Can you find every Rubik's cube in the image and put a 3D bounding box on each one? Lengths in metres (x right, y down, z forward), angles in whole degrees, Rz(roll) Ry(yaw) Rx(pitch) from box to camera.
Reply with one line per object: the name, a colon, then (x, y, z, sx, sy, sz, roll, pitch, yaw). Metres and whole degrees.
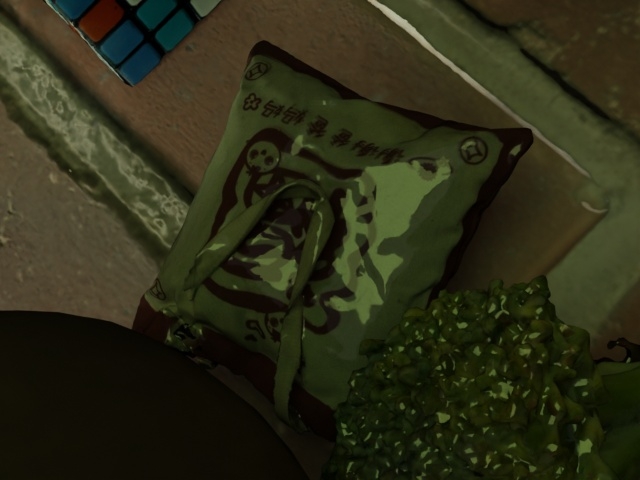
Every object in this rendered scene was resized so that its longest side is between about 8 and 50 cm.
Rubik's cube: (-0.162, -0.239, 0.794, 0.151, 0.154, 0.155, -44, 70, -1)

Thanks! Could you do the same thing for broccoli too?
broccoli: (0.139, 0.136, 0.574, 0.273, 0.180, 0.242, -16, 95, -3)

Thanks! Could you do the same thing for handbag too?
handbag: (0.000, 0.000, 0.707, 0.213, 0.127, 0.235, 24, 94, 20)

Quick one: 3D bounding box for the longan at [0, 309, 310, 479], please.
longan: (-0.172, 0.222, 0.580, 0.405, 0.336, 0.404, 11, 118, 23)
